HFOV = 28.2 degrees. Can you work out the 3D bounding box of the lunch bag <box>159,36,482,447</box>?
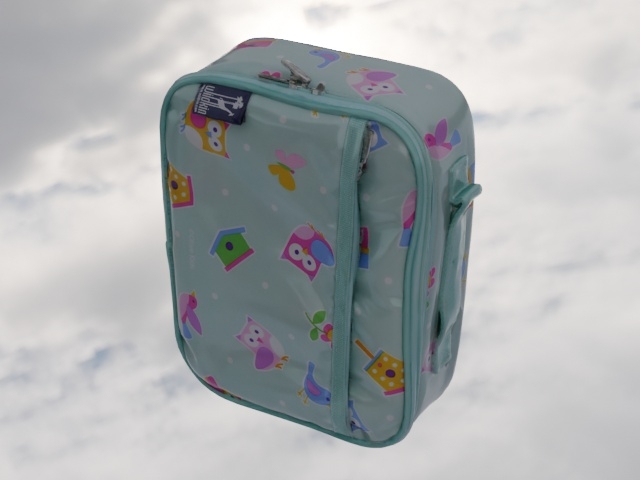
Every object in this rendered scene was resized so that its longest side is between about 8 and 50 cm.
[{"bbox_3d":[0.000,0.000,0.902,0.224,0.279,0.108,18,-147,30],"label":"lunch bag"}]
